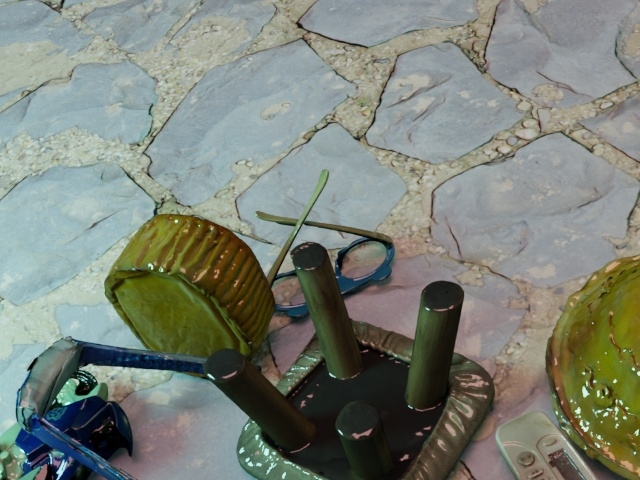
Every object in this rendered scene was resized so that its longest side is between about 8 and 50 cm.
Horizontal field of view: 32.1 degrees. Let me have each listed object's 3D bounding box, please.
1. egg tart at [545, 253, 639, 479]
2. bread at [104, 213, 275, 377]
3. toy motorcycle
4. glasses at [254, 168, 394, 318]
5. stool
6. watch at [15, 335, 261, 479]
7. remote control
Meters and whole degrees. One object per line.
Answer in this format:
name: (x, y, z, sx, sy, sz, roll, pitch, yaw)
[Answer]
egg tart: (0.515, 0.143, 1.489, 0.443, 0.178, 0.443, -8, 46, 8)
bread: (-0.196, 0.082, 1.688, 0.228, 0.253, 0.142, -1, 41, 32)
toy motorcycle: (-0.392, 0.321, 1.597, 0.196, 0.125, 0.331, 11, 46, 24)
glasses: (-0.008, -0.004, 1.802, 0.239, 0.206, 0.102, -21, 8, -9)
stool: (0.046, 0.195, 1.529, 0.310, 0.226, 0.310, 18, 54, 29)
watch: (-0.266, 0.214, 1.585, 0.275, 0.068, 0.276, 25, 47, 13)
remote control: (0.313, 0.324, 1.452, 0.090, 0.049, 0.230, -22, 44, -9)
